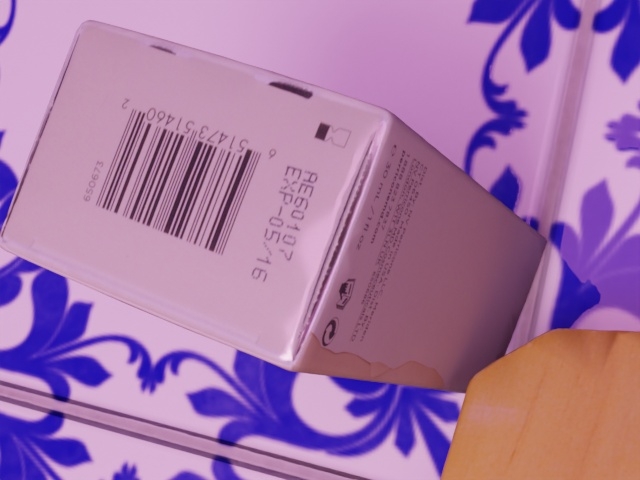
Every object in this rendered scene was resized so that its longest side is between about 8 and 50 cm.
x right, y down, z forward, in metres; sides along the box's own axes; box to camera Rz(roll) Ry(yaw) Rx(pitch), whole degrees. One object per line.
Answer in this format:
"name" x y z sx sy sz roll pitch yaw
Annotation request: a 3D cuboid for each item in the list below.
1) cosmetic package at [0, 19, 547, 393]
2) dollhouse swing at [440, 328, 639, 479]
"cosmetic package" 0.000 0.000 0.606 0.160 0.309 0.113 20 88 25
"dollhouse swing" 0.200 0.256 0.542 0.346 0.305 0.315 0 120 25
